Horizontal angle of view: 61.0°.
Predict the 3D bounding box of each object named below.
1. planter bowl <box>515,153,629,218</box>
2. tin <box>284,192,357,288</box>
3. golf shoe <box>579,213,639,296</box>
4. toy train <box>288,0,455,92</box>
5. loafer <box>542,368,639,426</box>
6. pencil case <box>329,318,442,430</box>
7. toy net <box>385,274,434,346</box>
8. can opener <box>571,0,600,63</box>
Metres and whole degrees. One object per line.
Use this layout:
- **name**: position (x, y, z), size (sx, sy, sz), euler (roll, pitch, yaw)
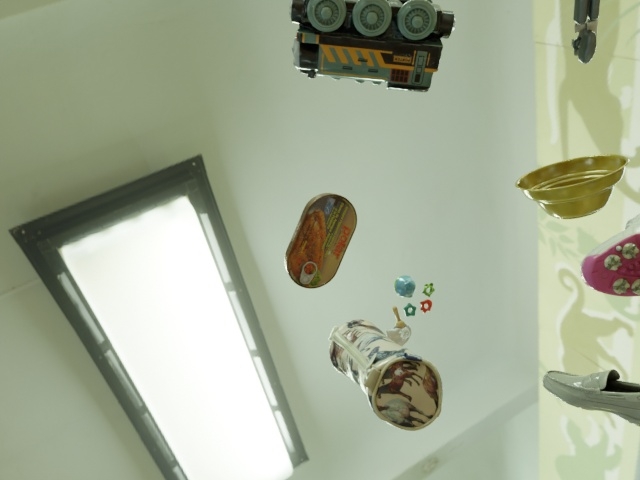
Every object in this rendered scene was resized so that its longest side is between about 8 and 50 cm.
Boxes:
- **planter bowl**: position (0.524, -0.102, 1.127), size (0.217, 0.217, 0.091), euler (-23, -74, -18)
- **tin**: position (0.000, 0.000, 1.042), size (0.106, 0.040, 0.190), euler (22, -83, -16)
- **golf shoe**: position (0.570, 0.010, 0.944), size (0.306, 0.140, 0.115), euler (-18, -75, -9)
- **toy train**: position (0.099, -0.411, 1.109), size (0.333, 0.142, 0.190), euler (5, -55, 1)
- **loafer**: position (0.713, 0.370, 1.353), size (0.112, 0.319, 0.112), euler (-13, -76, -41)
- **pencil case**: position (0.137, 0.302, 1.314), size (0.183, 0.410, 0.160), euler (41, -96, -12)
- **toy net**: position (0.266, 0.227, 1.661), size (0.122, 0.045, 0.232), euler (19, -98, -12)
- **can opener**: position (0.805, -0.674, 1.624), size (0.074, 0.093, 0.280), euler (-20, -50, 1)
